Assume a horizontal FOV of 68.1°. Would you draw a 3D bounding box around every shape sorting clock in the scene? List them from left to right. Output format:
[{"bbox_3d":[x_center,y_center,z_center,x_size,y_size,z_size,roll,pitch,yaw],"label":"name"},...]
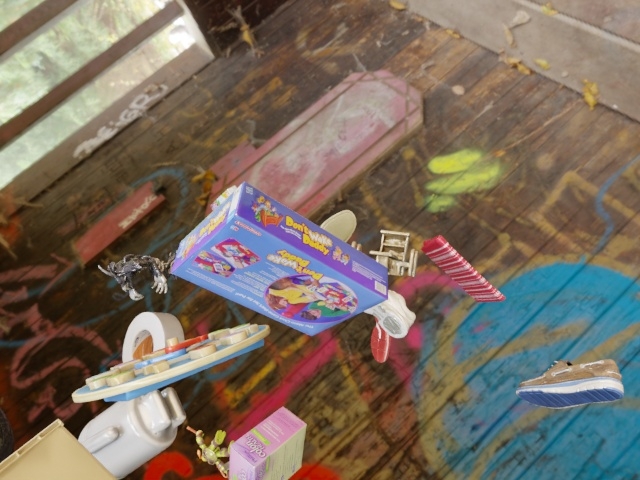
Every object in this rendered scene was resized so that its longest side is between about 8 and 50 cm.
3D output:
[{"bbox_3d":[-0.154,0.124,0.507,0.206,0.206,0.040,119,132,-81],"label":"shape sorting clock"}]

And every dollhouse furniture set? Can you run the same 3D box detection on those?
[{"bbox_3d":[0.239,0.036,1.671,0.212,0.161,0.242,7,175,19],"label":"dollhouse furniture set"}]

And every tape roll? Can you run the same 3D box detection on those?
[{"bbox_3d":[-0.505,0.326,1.425,0.072,0.219,0.219,18,-161,-50],"label":"tape roll"}]

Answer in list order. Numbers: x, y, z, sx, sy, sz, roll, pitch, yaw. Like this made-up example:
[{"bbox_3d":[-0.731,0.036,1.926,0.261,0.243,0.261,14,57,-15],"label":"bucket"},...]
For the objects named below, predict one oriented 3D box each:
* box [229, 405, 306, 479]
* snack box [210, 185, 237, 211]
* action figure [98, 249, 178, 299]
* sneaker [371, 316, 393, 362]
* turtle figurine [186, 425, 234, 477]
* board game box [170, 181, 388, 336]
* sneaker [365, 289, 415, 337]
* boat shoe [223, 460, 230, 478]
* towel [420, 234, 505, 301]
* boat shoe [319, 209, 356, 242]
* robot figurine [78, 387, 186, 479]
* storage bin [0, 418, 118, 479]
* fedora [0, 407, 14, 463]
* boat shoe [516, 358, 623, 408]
[{"bbox_3d":[-0.176,0.722,1.578,0.117,0.243,0.214,24,121,32],"label":"box"},{"bbox_3d":[-0.231,-0.067,1.311,0.100,0.037,0.141,-33,94,39],"label":"snack box"},{"bbox_3d":[-0.529,0.106,1.446,0.275,0.164,0.141,-10,-90,-55],"label":"action figure"},{"bbox_3d":[0.246,0.299,1.597,0.128,0.221,0.087,3,-176,-30],"label":"sneaker"},{"bbox_3d":[-0.448,0.860,1.951,0.270,0.217,0.087,51,-143,8],"label":"turtle figurine"},{"bbox_3d":[-0.073,0.058,0.914,0.347,0.233,0.078,31,-135,-29],"label":"board game box"},{"bbox_3d":[0.186,0.179,1.409,0.232,0.115,0.090,48,131,12],"label":"sneaker"},{"bbox_3d":[-0.247,0.871,1.846,0.307,0.110,0.105,1,-126,-53],"label":"boat shoe"},{"bbox_3d":[0.445,0.093,1.507,0.275,0.031,0.199,44,172,3],"label":"towel"},{"bbox_3d":[0.000,0.000,1.212,0.079,0.233,0.084,2,131,56],"label":"boat shoe"},{"bbox_3d":[-0.584,0.589,1.440,0.200,0.353,0.300,57,-172,23],"label":"robot figurine"},{"bbox_3d":[-0.402,0.450,0.672,0.262,0.123,0.260,43,-150,4],"label":"storage bin"},{"bbox_3d":[-0.797,0.390,0.931,0.334,0.152,0.334,44,176,4],"label":"fedora"},{"bbox_3d":[0.429,0.246,0.822,0.066,0.066,0.183,39,142,-21],"label":"boat shoe"}]
